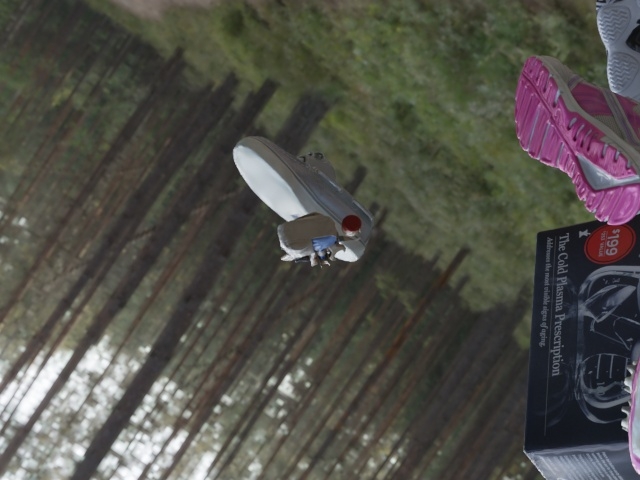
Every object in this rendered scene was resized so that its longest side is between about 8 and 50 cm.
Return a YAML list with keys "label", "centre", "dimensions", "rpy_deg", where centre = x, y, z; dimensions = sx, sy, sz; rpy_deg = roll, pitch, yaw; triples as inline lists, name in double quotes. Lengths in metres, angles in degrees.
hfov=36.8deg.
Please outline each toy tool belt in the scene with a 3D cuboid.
- label: "toy tool belt"
  centre: [0.000, 0.000, 0.958]
  dimensions: [0.051, 0.083, 0.052]
  rpy_deg: [85, 174, -58]

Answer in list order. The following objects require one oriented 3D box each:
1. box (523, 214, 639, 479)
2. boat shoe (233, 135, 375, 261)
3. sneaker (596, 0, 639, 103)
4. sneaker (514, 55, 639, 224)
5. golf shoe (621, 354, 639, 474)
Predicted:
- label: "box"
  centre: [0.437, 0.136, 1.194]
  dimensions: [0.312, 0.343, 0.179]
  rpy_deg: [-13, 135, 30]
- label: "boat shoe"
  centre: [-0.015, -0.067, 1.206]
  dimensions: [0.227, 0.081, 0.079]
  rpy_deg: [43, 154, -30]
- label: "sneaker"
  centre: [0.535, -0.301, 1.562]
  dimensions: [0.137, 0.366, 0.210]
  rpy_deg: [-4, 179, 24]
- label: "sneaker"
  centre: [0.309, -0.119, 1.074]
  dimensions: [0.111, 0.103, 0.252]
  rpy_deg: [-10, -131, -24]
- label: "golf shoe"
  centre: [0.329, 0.054, 0.726]
  dimensions: [0.140, 0.306, 0.115]
  rpy_deg: [22, -172, 36]
